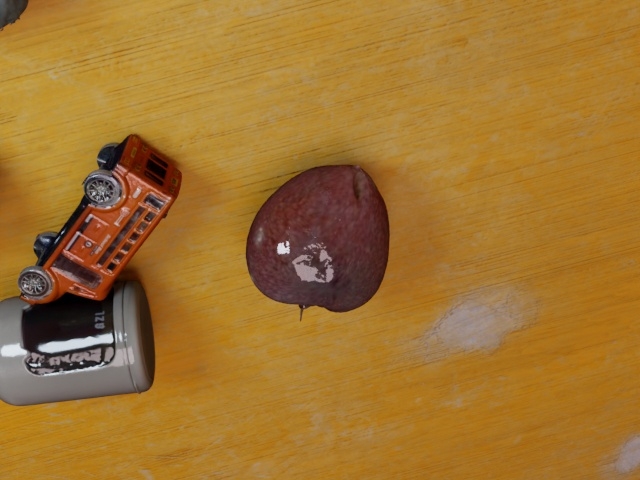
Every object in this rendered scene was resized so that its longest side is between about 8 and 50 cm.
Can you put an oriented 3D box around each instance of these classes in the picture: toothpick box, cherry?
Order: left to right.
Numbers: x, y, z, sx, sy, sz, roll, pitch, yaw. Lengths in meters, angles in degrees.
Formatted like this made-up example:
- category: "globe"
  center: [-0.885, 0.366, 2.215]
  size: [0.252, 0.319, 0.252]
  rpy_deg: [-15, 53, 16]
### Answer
- category: "toothpick box"
  center: [-0.473, 0.197, 1.530]
  size: [0.317, 0.229, 0.229]
  rpy_deg: [-7, 125, -4]
- category: "cherry"
  center: [0.000, 0.000, 1.477]
  size: [0.261, 0.221, 0.307]
  rpy_deg: [13, 108, -28]

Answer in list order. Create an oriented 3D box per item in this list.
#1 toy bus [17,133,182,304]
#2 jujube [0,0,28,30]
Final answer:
- category: "toy bus"
  center: [-0.381, -0.013, 1.427]
  size: [0.153, 0.143, 0.329]
  rpy_deg: [34, 111, -20]
- category: "jujube"
  center: [-0.539, -0.402, 1.086]
  size: [0.246, 0.215, 0.307]
  rpy_deg: [-37, 117, -30]
